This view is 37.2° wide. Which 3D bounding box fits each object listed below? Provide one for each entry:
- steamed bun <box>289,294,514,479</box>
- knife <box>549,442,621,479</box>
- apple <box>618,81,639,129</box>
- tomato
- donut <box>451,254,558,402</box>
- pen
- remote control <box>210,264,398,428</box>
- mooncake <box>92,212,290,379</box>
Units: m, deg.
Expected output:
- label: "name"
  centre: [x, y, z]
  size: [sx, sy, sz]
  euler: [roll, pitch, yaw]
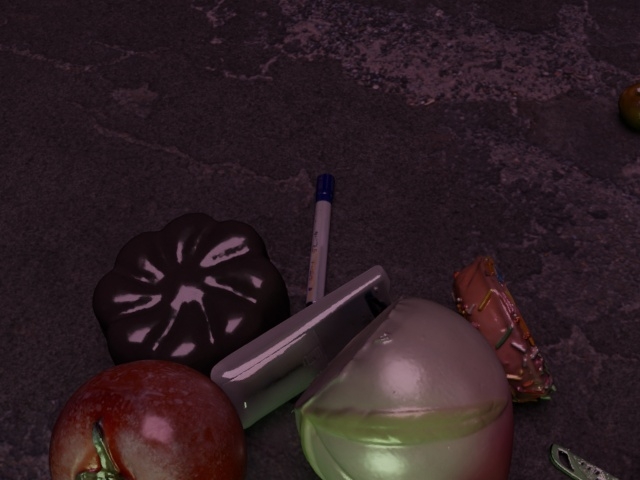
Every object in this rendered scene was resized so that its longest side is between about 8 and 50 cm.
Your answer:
- label: "steamed bun"
  centre: [0.137, 0.248, 1.293]
  size: [0.309, 0.309, 0.309]
  euler: [-1, 55, 2]
- label: "knife"
  centre: [0.450, 0.376, 1.338]
  size: [0.293, 0.020, 0.043]
  euler: [31, 64, 23]
- label: "apple"
  centre: [0.587, -0.245, 1.725]
  size: [0.089, 0.074, 0.089]
  euler: [-3, 54, 4]
- label: "tomato"
  centre: [-0.223, 0.289, 1.292]
  size: [0.270, 0.270, 0.227]
  euler: [28, 25, 20]
- label: "donut"
  centre: [0.264, 0.130, 1.416]
  size: [0.085, 0.199, 0.233]
  euler: [-27, 54, 7]
- label: "pen"
  centre: [0.000, 0.000, 1.612]
  size: [0.033, 0.033, 0.269]
  euler: [2, 56, 5]
- label: "remote control"
  centre: [-0.009, 0.160, 1.410]
  size: [0.313, 0.109, 0.055]
  euler: [-31, 18, -15]
- label: "mooncake"
  centre: [-0.199, 0.098, 1.485]
  size: [0.306, 0.154, 0.306]
  euler: [-1, 58, 2]
